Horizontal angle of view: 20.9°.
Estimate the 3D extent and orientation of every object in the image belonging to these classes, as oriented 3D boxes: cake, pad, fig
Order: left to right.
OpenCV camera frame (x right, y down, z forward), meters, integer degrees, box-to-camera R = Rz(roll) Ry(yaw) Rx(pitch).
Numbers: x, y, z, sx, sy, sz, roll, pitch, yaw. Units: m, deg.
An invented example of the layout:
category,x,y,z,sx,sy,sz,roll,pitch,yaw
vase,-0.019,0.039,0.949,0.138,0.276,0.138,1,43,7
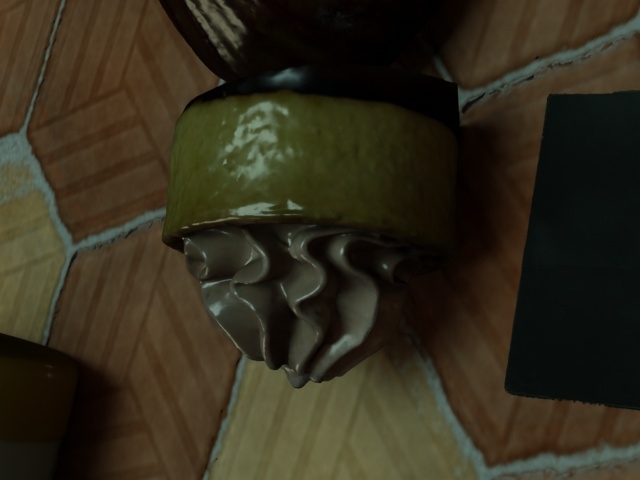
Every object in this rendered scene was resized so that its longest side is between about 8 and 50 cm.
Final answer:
category,x,y,z,sx,sy,sz,roll,pitch,yaw
fig,-0.070,-0.218,1.127,0.217,0.321,0.217,-22,61,47
cake,0.000,0.000,1.093,0.207,0.185,0.178,-16,70,32
pad,0.167,0.003,1.045,0.116,0.004,0.193,3,83,48

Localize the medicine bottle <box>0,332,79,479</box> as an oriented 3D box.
category,x,y,z,sx,sy,sz,roll,pitch,yaw
medicine bottle,-0.328,0.180,1.358,0.238,0.238,0.232,14,91,48
